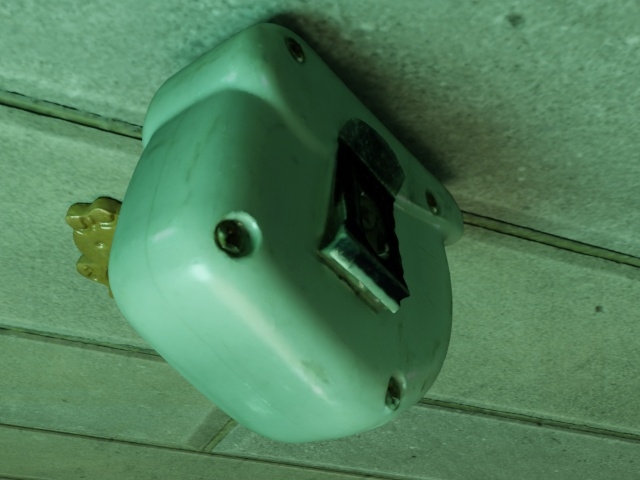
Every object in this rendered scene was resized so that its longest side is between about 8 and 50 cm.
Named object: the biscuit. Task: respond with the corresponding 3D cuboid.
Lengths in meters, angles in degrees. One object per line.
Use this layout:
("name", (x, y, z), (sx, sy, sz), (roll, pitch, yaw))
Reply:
("biscuit", (-0.172, 0.021, 0.708), (0.133, 0.027, 0.184), (9, 148, -7))

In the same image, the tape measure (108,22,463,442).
("tape measure", (0.000, -0.001, 0.471), (0.125, 0.246, 0.243), (-25, 133, 32))
